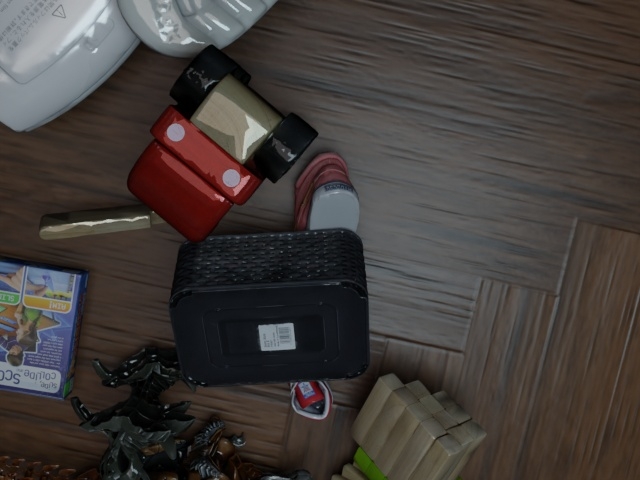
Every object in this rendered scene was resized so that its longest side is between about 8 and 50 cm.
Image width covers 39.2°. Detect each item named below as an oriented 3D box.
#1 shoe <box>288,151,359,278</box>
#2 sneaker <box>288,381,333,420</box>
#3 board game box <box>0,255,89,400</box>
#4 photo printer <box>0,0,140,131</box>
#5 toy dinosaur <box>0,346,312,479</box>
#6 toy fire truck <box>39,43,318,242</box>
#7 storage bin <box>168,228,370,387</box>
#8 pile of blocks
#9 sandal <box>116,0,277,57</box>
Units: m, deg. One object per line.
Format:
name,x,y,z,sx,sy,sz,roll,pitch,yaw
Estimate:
shoe,0.000,0.000,0.914,0.063,0.081,0.178,5,126,-11
sneaker,-0.026,0.134,0.923,0.042,0.067,0.118,-37,95,3
board game box,-0.353,0.082,0.935,0.201,0.035,0.136,10,96,-1
photo printer,-0.306,-0.278,0.859,0.307,0.107,0.256,43,94,-5
toy dinosaur,-0.171,0.239,0.903,0.322,0.164,0.218,-5,114,-20
toy fire truck,-0.140,-0.055,0.828,0.158,0.217,0.246,40,96,-4
storage bin,-0.045,0.065,0.855,0.180,0.084,0.122,-3,126,1
pile of blocks,0.098,0.305,0.938,0.112,0.149,0.362,-9,110,-42
sandal,-0.023,-0.328,0.852,0.416,0.102,0.169,-36,103,-12
